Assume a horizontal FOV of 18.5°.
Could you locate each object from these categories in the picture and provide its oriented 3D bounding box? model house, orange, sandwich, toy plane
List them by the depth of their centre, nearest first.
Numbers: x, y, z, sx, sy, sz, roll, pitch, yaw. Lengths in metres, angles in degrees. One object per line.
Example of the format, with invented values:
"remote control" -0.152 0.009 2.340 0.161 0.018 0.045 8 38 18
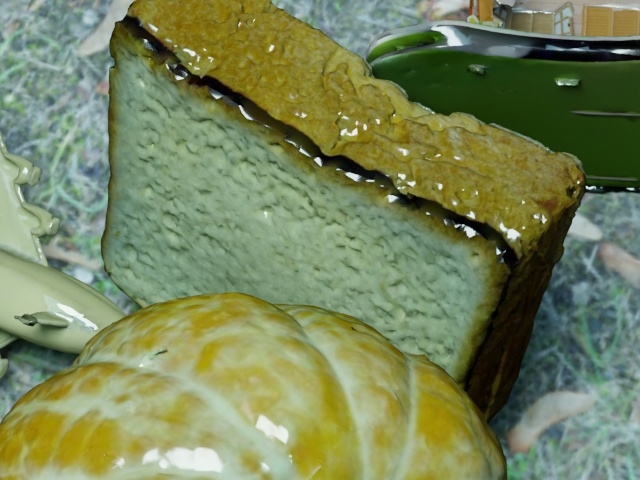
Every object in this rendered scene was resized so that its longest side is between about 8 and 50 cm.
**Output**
"orange" -0.028 0.183 1.011 0.329 0.249 0.329 10 69 -26
"sandwich" 0.001 -0.001 1.151 0.273 0.249 0.095 30 49 14
"model house" 0.178 -0.134 1.194 0.294 0.207 0.154 3 69 7
"toy plane" -0.228 0.018 1.233 0.256 0.104 0.242 23 93 27
